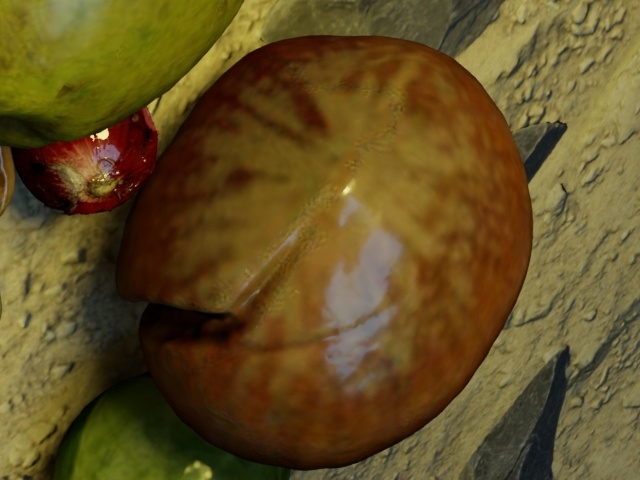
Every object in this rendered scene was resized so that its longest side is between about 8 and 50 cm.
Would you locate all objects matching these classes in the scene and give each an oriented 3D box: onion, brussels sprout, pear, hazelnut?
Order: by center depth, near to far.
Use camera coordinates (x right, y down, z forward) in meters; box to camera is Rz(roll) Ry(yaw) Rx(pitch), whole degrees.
[{"bbox_3d":[-0.188,-0.255,1.267,0.352,0.352,0.413,26,75,-52],"label":"pear"},{"bbox_3d":[-0.201,-0.084,1.576,0.131,0.131,0.131,-27,136,-29],"label":"onion"},{"bbox_3d":[0.000,0.000,1.649,0.409,0.359,0.359,-57,146,-23],"label":"hazelnut"},{"bbox_3d":[-0.158,0.249,1.819,0.219,0.210,0.271,-38,159,-53],"label":"brussels sprout"}]

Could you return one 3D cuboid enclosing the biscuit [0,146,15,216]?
[{"bbox_3d":[-0.378,-0.039,1.395,0.290,0.041,0.208,-12,109,0],"label":"biscuit"}]

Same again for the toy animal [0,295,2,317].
[{"bbox_3d":[-0.347,-0.015,1.487,0.127,0.125,0.251,-15,116,0],"label":"toy animal"}]
